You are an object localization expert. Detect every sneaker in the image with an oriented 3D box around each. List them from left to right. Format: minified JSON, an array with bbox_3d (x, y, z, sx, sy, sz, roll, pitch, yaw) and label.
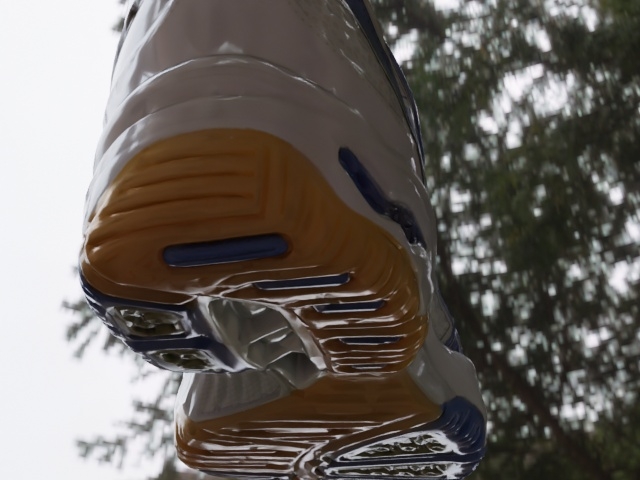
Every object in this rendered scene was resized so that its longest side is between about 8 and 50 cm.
[{"bbox_3d":[0.000,0.000,0.477,0.112,0.131,0.296,-1,-24,2],"label":"sneaker"}]
